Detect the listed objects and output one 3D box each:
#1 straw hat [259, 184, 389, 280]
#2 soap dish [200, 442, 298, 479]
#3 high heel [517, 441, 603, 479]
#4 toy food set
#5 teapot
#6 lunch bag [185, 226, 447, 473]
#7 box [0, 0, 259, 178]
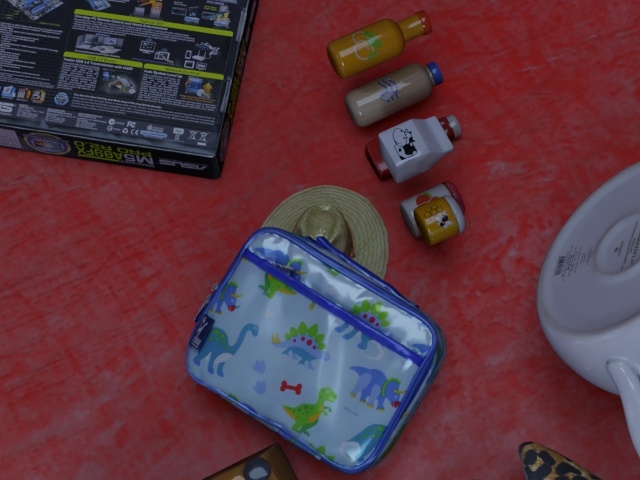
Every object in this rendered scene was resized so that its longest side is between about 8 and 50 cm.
[{"bbox_3d":[0.000,0.000,1.832,0.144,0.061,0.144,0,68,1],"label":"straw hat"},{"bbox_3d":[-0.077,0.346,1.665,0.229,0.118,0.291,-26,69,-8],"label":"soap dish"},{"bbox_3d":[0.308,0.237,1.660,0.261,0.186,0.093,46,36,9],"label":"high heel"},{"bbox_3d":[0.102,-0.104,1.843,0.104,0.111,0.232,-25,67,-8],"label":"toy food set"},{"bbox_3d":[0.336,0.059,1.732,0.256,0.252,0.187,-46,117,5],"label":"teapot"},{"bbox_3d":[-0.004,0.098,1.753,0.219,0.090,0.176,33,93,12],"label":"lunch bag"},{"bbox_3d":[-0.213,-0.188,1.915,0.270,0.060,0.216,8,68,5],"label":"box"}]
